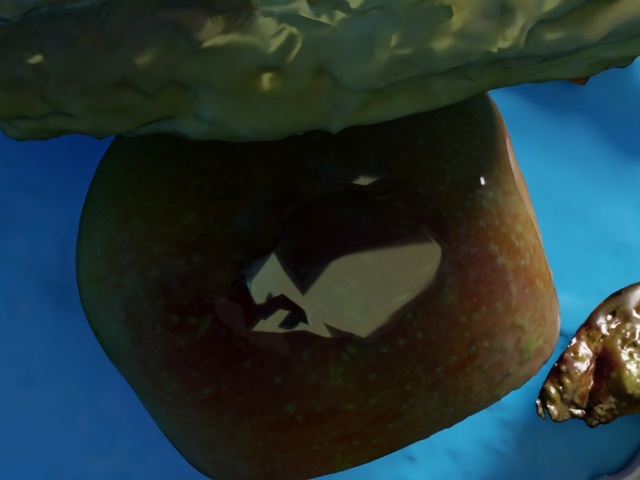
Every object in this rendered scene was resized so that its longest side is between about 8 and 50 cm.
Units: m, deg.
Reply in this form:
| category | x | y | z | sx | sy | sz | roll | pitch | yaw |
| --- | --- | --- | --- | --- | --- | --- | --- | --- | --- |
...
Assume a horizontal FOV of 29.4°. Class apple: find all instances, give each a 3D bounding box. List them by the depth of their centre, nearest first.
| category | x | y | z | sx | sy | sz | roll | pitch | yaw |
| --- | --- | --- | --- | --- | --- | --- | --- | --- | --- |
| apple | 0.000 | 0.000 | 0.532 | 0.188 | 0.174 | 0.207 | -26 | 42 | 9 |

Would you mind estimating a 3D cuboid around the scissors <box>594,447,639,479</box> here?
| category | x | y | z | sx | sy | sz | roll | pitch | yaw |
| --- | --- | --- | --- | --- | --- | --- | --- | --- | --- |
| scissors | 0.127 | 0.136 | 0.605 | 0.212 | 0.021 | 0.110 | 2 | 79 | -8 |

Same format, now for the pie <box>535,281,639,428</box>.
| category | x | y | z | sx | sy | sz | roll | pitch | yaw |
| --- | --- | --- | --- | --- | --- | --- | --- | --- | --- |
| pie | 0.201 | 0.056 | 0.614 | 0.191 | 0.033 | 0.088 | 6 | 63 | -9 |

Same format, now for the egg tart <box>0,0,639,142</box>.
| category | x | y | z | sx | sy | sz | roll | pitch | yaw |
| --- | --- | --- | --- | --- | --- | --- | --- | --- | --- |
| egg tart | -0.022 | -0.148 | 0.474 | 0.339 | 0.351 | 0.153 | -9 | 119 | -9 |

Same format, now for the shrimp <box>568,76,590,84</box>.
| category | x | y | z | sx | sy | sz | roll | pitch | yaw |
| --- | --- | --- | --- | --- | --- | --- | --- | --- | --- |
| shrimp | 0.139 | -0.121 | 0.628 | 0.095 | 0.045 | 0.162 | -41 | 91 | -9 |
